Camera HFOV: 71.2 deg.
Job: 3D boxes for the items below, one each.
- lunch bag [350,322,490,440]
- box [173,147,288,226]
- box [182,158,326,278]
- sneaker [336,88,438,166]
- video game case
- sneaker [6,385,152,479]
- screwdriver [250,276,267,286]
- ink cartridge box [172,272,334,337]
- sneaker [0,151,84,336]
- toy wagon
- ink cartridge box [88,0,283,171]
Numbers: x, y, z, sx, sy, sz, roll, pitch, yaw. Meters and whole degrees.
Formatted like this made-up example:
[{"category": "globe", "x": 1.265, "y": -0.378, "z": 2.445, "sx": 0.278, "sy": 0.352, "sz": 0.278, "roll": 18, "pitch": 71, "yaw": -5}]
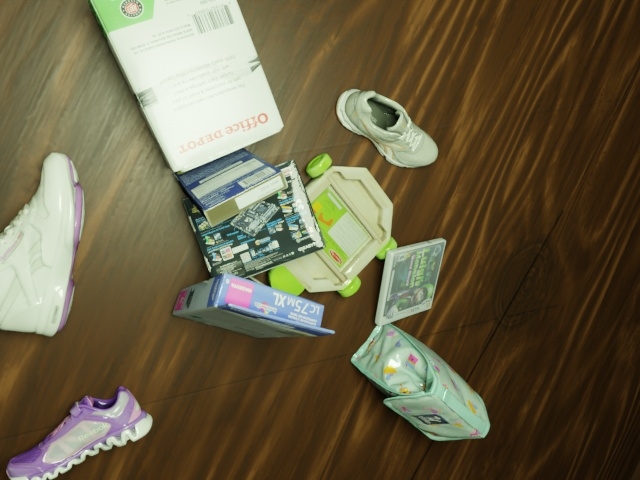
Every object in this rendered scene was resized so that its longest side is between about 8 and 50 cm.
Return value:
[{"category": "lunch bag", "x": 0.227, "y": 0.326, "z": 1.001, "sx": 0.223, "sy": 0.262, "sz": 0.160, "roll": 43, "pitch": 82, "yaw": -26}, {"category": "box", "x": -0.163, "y": -0.104, "z": 0.768, "sx": 0.136, "sy": 0.225, "sz": 0.037, "roll": -30, "pitch": 125, "yaw": -15}, {"category": "box", "x": -0.120, "y": -0.030, "z": 0.833, "sx": 0.220, "sy": 0.051, "sz": 0.175, "roll": -21, "pitch": 93, "yaw": 0}, {"category": "sneaker", "x": 0.160, "y": -0.226, "z": 0.938, "sx": 0.262, "sy": 0.121, "sz": 0.099, "roll": 23, "pitch": 91, "yaw": -26}, {"category": "video game case", "x": 0.210, "y": 0.096, "z": 1.040, "sx": 0.173, "sy": 0.022, "sz": 0.191, "roll": -11, "pitch": 119, "yaw": -33}, {"category": "sneaker", "x": -0.437, "y": 0.341, "z": 0.810, "sx": 0.236, "sy": 0.095, "sz": 0.105, "roll": -20, "pitch": 101, "yaw": -24}, {"category": "screwdriver", "x": -0.157, "y": 0.062, "z": 0.871, "sx": 0.169, "sy": 0.024, "sz": 0.025, "roll": 37, "pitch": 71, "yaw": 4}, {"category": "ink cartridge box", "x": -0.126, "y": 0.121, "z": 0.780, "sx": 0.185, "sy": 0.311, "sz": 0.065, "roll": 22, "pitch": 71, "yaw": -26}, {"category": "sneaker", "x": -0.466, "y": 0.007, "z": 0.710, "sx": 0.152, "sy": 0.114, "sz": 0.306, "roll": 10, "pitch": 96, "yaw": -26}, {"category": "toy wagon", "x": 0.000, "y": 0.000, "z": 0.944, "sx": 0.344, "sy": 0.068, "sz": 0.267, "roll": -45, "pitch": 114, "yaw": -9}, {"category": "ink cartridge box", "x": -0.219, "y": -0.286, "z": 0.757, "sx": 0.211, "sy": 0.121, "sz": 0.290, "roll": -26, "pitch": 110, "yaw": -17}]
